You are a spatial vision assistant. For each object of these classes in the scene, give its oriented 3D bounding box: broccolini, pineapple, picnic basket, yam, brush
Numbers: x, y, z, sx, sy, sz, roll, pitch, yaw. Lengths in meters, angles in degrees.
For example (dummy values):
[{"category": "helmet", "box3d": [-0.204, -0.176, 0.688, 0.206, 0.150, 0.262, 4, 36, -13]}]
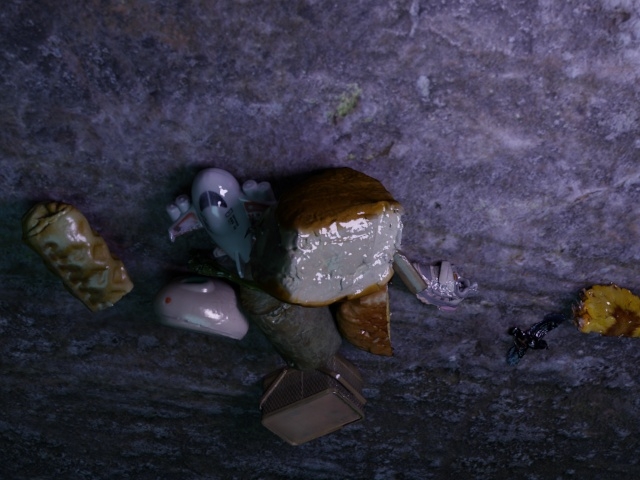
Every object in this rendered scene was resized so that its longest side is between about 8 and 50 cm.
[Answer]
[{"category": "broccolini", "box3d": [-0.195, 0.079, 1.711, 0.239, 0.051, 0.054, 21, 166, 22]}, {"category": "pineapple", "box3d": [0.675, 0.156, 1.809, 0.233, 0.135, 0.079, 8, 125, -20]}, {"category": "picnic basket", "box3d": [-0.021, 0.412, 2.044, 0.266, 0.139, 0.165, -27, 128, 24]}, {"category": "yam", "box3d": [-0.067, 0.166, 1.794, 0.168, 0.168, 0.304, -17, 133, 16]}, {"category": "brush", "box3d": [0.149, 0.023, 1.686, 0.043, 0.036, 0.248, -28, 109, 28]}]

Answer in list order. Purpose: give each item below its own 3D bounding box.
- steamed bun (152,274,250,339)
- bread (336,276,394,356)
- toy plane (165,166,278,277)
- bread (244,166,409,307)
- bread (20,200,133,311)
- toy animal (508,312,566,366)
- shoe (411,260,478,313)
[{"category": "steamed bun", "box3d": [-0.266, 0.147, 1.777, 0.228, 0.131, 0.177, 18, 170, -27]}, {"category": "bread", "box3d": [0.104, 0.168, 1.818, 0.134, 0.129, 0.260, -2, 132, 3]}, {"category": "toy plane", "box3d": [-0.196, -0.044, 1.619, 0.252, 0.118, 0.252, -1, 131, -1]}, {"category": "bread", "box3d": [0.000, 0.000, 1.517, 0.279, 0.250, 0.225, -11, 119, -20]}, {"category": "bread", "box3d": [-0.530, 0.024, 1.676, 0.152, 0.130, 0.268, -13, 132, 19]}, {"category": "toy animal", "box3d": [0.526, 0.250, 1.954, 0.108, 0.062, 0.220, 5, 136, -30]}, {"category": "shoe", "box3d": [0.276, 0.097, 1.774, 0.180, 0.089, 0.092, 32, 127, -30]}]
